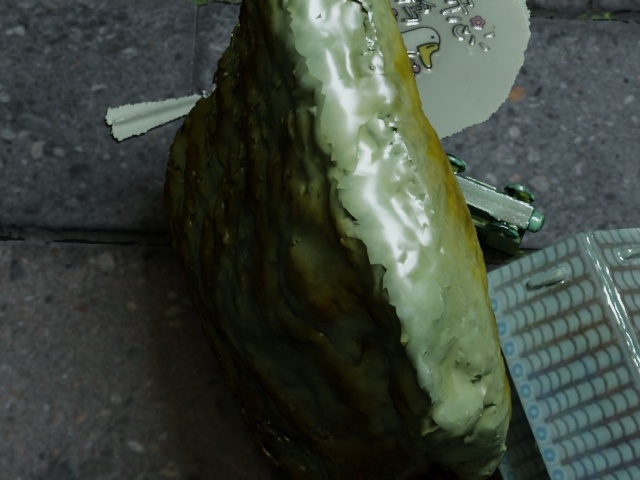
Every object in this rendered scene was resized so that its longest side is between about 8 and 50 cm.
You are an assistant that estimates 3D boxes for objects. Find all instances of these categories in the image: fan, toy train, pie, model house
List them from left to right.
[{"bbox_3d":[0.003,-0.167,1.381,0.415,0.012,0.233,-21,69,-12],"label":"fan"},{"bbox_3d":[0.008,0.002,1.090,0.180,0.418,0.395,-17,70,-15],"label":"pie"},{"bbox_3d":[0.134,-0.032,1.291,0.122,0.081,0.050,23,76,9],"label":"toy train"},{"bbox_3d":[0.222,0.134,1.151,0.198,0.215,0.224,-15,68,-7],"label":"model house"}]
